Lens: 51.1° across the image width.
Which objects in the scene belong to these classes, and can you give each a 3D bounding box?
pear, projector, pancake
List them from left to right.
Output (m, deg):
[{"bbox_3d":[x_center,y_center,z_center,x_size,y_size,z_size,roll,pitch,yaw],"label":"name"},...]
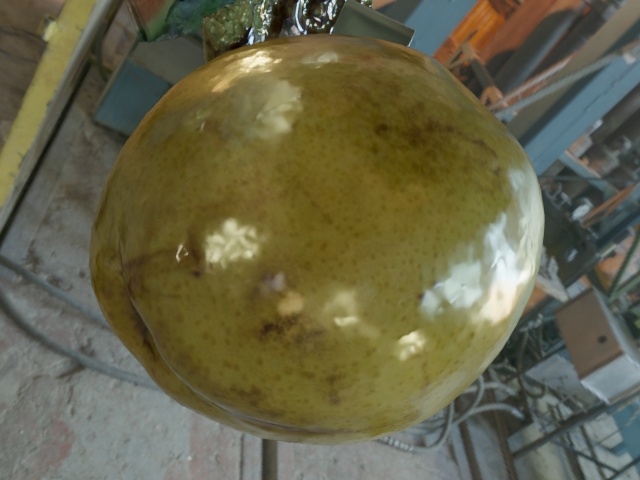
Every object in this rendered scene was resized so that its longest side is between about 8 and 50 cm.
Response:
[{"bbox_3d":[0.000,0.000,0.495,0.314,0.314,0.314,30,31,-20],"label":"pear"},{"bbox_3d":[0.023,-0.218,0.971,0.067,0.305,0.426,37,-9,43],"label":"pancake"},{"bbox_3d":[0.049,-0.209,0.742,0.082,0.083,0.083,25,8,-2],"label":"projector"}]

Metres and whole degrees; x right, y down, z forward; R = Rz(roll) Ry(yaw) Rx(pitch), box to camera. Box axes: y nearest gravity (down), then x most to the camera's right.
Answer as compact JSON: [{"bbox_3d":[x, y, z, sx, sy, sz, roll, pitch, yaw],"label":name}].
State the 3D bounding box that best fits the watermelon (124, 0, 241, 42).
[{"bbox_3d":[-0.160,-0.480,0.903,0.292,0.319,0.222,64,-12,-1],"label":"watermelon"}]
